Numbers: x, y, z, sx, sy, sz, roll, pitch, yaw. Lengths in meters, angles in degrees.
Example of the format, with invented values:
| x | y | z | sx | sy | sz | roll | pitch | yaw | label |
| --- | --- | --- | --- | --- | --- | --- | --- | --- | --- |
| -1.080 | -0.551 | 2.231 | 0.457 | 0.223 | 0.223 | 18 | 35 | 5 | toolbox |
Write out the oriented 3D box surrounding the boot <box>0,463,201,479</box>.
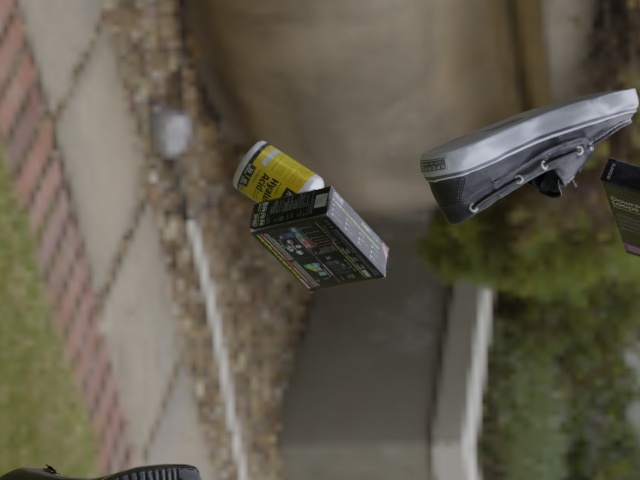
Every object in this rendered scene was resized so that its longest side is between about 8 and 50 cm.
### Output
| x | y | z | sx | sy | sz | roll | pitch | yaw | label |
| --- | --- | --- | --- | --- | --- | --- | --- | --- | --- |
| -0.221 | 0.235 | 1.855 | 0.137 | 0.197 | 0.077 | -139 | -142 | -62 | boot |

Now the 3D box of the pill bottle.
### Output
| x | y | z | sx | sy | sz | roll | pitch | yaw | label |
| --- | --- | --- | --- | --- | --- | --- | --- | --- | --- |
| -0.037 | -0.059 | 2.235 | 0.065 | 0.116 | 0.065 | -54 | 168 | -17 | pill bottle |

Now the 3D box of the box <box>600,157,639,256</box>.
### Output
| x | y | z | sx | sy | sz | roll | pitch | yaw | label |
| --- | --- | --- | --- | --- | --- | --- | --- | --- | --- |
| 0.327 | -0.016 | 1.806 | 0.029 | 0.116 | 0.162 | -64 | 153 | -18 | box |

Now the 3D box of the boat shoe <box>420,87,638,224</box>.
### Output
| x | y | z | sx | sy | sz | roll | pitch | yaw | label |
| --- | --- | --- | --- | --- | --- | --- | --- | --- | --- |
| 0.187 | -0.071 | 1.672 | 0.228 | 0.080 | 0.076 | -22 | 99 | -34 | boat shoe |

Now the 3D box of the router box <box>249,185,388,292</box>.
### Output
| x | y | z | sx | sy | sz | roll | pitch | yaw | label |
| --- | --- | --- | --- | --- | --- | --- | --- | --- | --- |
| 0.000 | 0.000 | 1.958 | 0.122 | 0.092 | 0.038 | 47 | 41 | -43 | router box |
